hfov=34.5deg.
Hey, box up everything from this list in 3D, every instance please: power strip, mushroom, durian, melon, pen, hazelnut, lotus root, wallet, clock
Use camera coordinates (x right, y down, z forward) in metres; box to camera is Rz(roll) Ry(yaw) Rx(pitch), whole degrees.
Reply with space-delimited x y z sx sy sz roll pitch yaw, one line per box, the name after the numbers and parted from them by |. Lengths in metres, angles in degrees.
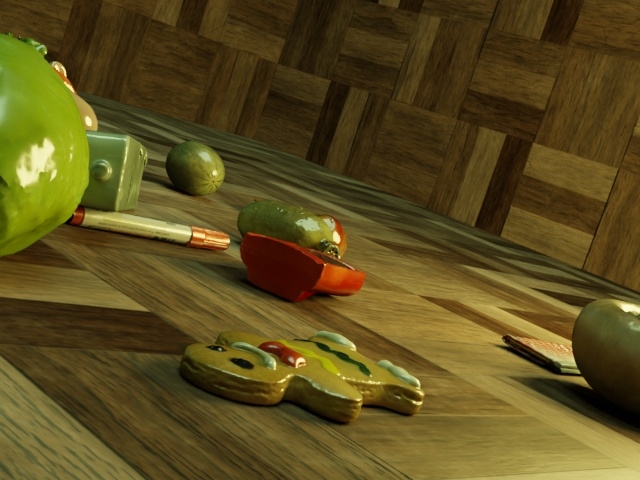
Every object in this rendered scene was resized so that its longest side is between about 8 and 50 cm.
-0.264 -0.086 1.302 0.062 0.091 0.385 10 1 -6 | power strip
0.410 0.114 1.228 0.204 0.204 0.204 18 7 -2 | mushroom
-0.331 -0.081 0.935 0.255 0.205 0.339 -2 26 -30 | durian
-0.227 -0.131 1.874 0.098 0.098 0.130 12 9 -41 | melon
-0.215 -0.015 1.304 0.239 0.028 0.028 12 10 -42 | pen
0.000 0.000 1.564 0.086 0.086 0.086 18 7 -2 | hazelnut
-0.040 -0.010 1.485 0.183 0.077 0.090 22 17 38 | lotus root
0.341 0.161 1.415 0.196 0.020 0.103 11 11 -46 | wallet
-0.022 0.038 1.277 0.113 0.061 0.155 22 4 23 | clock

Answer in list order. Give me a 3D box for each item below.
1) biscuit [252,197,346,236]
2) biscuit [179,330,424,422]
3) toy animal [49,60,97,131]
-0.037 -0.031 1.870 0.220 0.029 0.142 22 9 32 | biscuit
-0.018 0.106 0.867 0.158 0.035 0.240 21 7 37 | biscuit
-0.374 -0.134 1.271 0.171 0.171 0.198 19 25 2 | toy animal
